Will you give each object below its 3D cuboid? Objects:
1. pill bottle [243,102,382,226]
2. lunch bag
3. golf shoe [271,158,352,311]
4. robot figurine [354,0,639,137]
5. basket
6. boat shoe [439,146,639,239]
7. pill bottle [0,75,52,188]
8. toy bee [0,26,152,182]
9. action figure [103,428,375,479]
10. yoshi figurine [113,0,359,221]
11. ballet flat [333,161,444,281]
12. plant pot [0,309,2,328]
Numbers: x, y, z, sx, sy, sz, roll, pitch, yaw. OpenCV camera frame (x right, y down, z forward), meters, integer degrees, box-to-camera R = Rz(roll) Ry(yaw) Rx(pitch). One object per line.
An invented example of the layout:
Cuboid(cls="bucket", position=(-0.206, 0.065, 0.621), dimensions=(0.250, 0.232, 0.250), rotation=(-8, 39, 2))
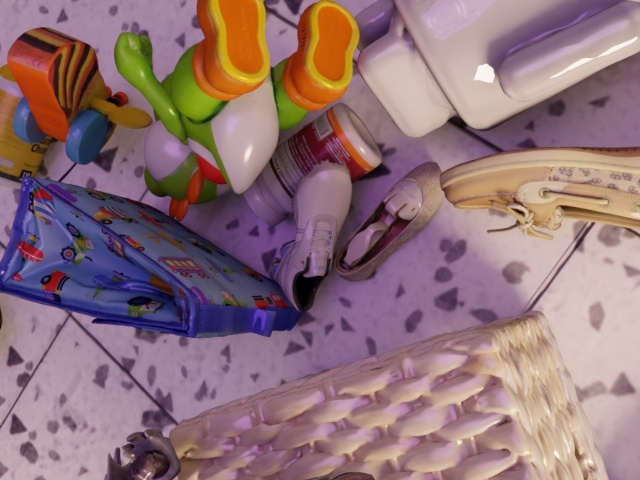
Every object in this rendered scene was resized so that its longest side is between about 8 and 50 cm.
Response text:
Cuboid(cls="pill bottle", position=(-0.012, -0.083, 0.838), dimensions=(0.152, 0.086, 0.086), rotation=(-34, 71, 18))
Cuboid(cls="lunch bag", position=(-0.170, 0.042, 0.819), dimensions=(0.293, 0.221, 0.138), rotation=(18, 91, 26))
Cuboid(cls="golf shoe", position=(0.000, 0.000, 0.796), dimensions=(0.086, 0.069, 0.176), rotation=(-112, 33, -50))
Cuboid(cls="robot figurine", position=(0.204, -0.241, 0.695), dimensions=(0.353, 0.200, 0.300), rotation=(-29, 43, 18))
Cuboid(cls="basket", position=(0.079, 0.259, 0.655), dimensions=(0.331, 0.266, 0.328), rotation=(-21, 76, 23))
Cuboid(cls="boat shoe", position=(0.256, -0.040, 0.698), dimensions=(0.285, 0.104, 0.089), rotation=(0, 87, 22))
Cuboid(cls="pill bottle", position=(-0.430, -0.174, 1.032), dimensions=(0.103, 0.103, 0.184), rotation=(28, 95, 25))
Cuboid(cls="toy bee", position=(-0.322, -0.175, 0.943), dimensions=(0.298, 0.195, 0.162), rotation=(-39, 21, 53))
Cuboid(cls="action figure", position=(-0.088, 0.228, 0.538), dimensions=(0.285, 0.099, 0.185), rotation=(-16, 86, 28))
Cuboid(cls="yoshi figurine", position=(-0.114, -0.164, 0.806), dimensions=(0.203, 0.203, 0.362), rotation=(48, 147, -7))
Cuboid(cls="ballet flat", position=(0.077, -0.019, 0.806), dimensions=(0.057, 0.052, 0.168), rotation=(42, 101, 23))
Cuboid(cls="plant pot", position=(-0.581, 0.139, 1.024), dimensions=(0.230, 0.215, 0.215), rotation=(-27, 72, 4))
